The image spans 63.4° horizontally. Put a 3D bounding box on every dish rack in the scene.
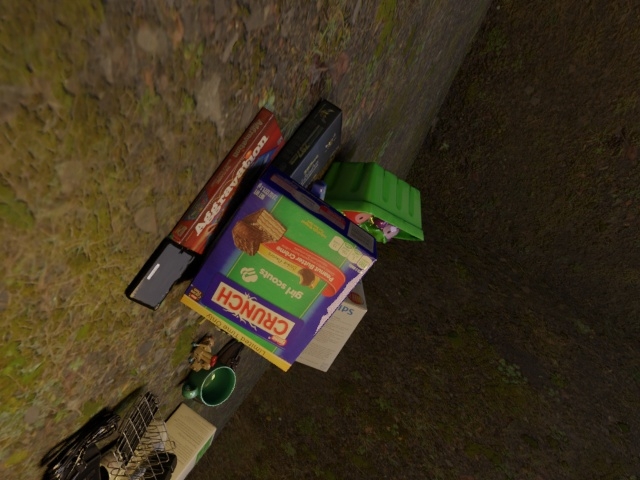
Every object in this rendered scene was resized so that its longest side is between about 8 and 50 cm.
[{"bbox_3d":[-0.424,0.507,1.225,0.208,0.074,0.271,-78,161,-64],"label":"dish rack"}]

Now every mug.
[{"bbox_3d":[-0.353,0.431,1.607,0.158,0.097,0.129,37,75,-46],"label":"mug"}]

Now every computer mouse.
[{"bbox_3d":[-0.525,0.498,1.103,0.188,0.072,0.272,-42,153,-62],"label":"computer mouse"}]

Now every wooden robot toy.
[{"bbox_3d":[-0.323,0.313,1.485,0.079,0.076,0.173,-62,178,-43],"label":"wooden robot toy"}]

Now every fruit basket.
[{"bbox_3d":[0.128,-0.033,1.653,0.392,0.283,0.392,-10,104,-48],"label":"fruit basket"}]

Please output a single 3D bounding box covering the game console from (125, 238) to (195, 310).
[{"bbox_3d":[-0.289,0.056,0.930,0.122,0.071,0.107,-56,141,-7],"label":"game console"}]

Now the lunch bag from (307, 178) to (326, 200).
[{"bbox_3d":[-0.065,-0.025,1.348,0.221,0.138,0.293,-69,-176,-65],"label":"lunch bag"}]

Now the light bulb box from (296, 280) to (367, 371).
[{"bbox_3d":[0.006,0.295,2.248,0.361,0.225,0.358,-61,-165,24],"label":"light bulb box"}]

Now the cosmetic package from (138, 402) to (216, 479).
[{"bbox_3d":[-0.520,0.740,1.681,0.365,0.155,0.197,-51,171,-38],"label":"cosmetic package"}]

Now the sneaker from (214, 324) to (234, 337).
[{"bbox_3d":[-0.236,0.226,1.553,0.118,0.110,0.292,-63,179,-2],"label":"sneaker"}]

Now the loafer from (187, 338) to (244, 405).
[{"bbox_3d":[-0.341,0.454,1.780,0.302,0.095,0.109,-42,164,-56],"label":"loafer"}]

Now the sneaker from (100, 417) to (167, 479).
[{"bbox_3d":[-0.495,0.565,1.310,0.305,0.114,0.152,-46,168,-47],"label":"sneaker"}]

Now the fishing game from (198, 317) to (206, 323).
[{"bbox_3d":[-0.230,0.101,1.310,0.264,0.041,0.189,-61,172,27],"label":"fishing game"}]

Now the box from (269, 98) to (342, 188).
[{"bbox_3d":[-0.036,-0.192,1.217,0.233,0.059,0.183,-54,170,-12],"label":"box"}]

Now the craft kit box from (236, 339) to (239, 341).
[{"bbox_3d":[-0.157,0.253,1.835,0.246,0.061,0.250,20,106,-48],"label":"craft kit box"}]

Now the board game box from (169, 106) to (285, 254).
[{"bbox_3d":[-0.165,-0.103,0.967,0.281,0.027,0.145,-55,170,-5],"label":"board game box"}]

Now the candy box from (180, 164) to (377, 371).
[{"bbox_3d":[-0.086,0.060,1.041,0.317,0.268,0.122,-53,-173,22],"label":"candy box"}]
